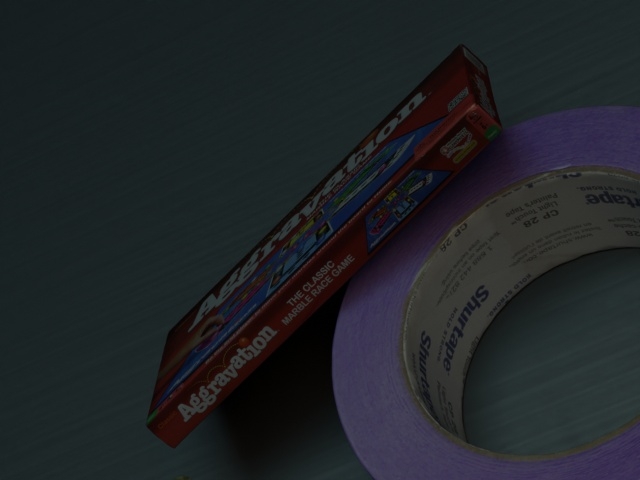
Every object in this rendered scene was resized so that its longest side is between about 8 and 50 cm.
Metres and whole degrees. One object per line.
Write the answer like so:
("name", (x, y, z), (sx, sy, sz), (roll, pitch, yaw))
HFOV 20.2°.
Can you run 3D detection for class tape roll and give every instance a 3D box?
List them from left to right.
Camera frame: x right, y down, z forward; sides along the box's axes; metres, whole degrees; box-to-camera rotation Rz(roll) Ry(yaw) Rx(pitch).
("tape roll", (0.147, 0.059, 1.025), (0.275, 0.090, 0.275), (-16, 52, 21))

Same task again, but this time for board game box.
("board game box", (0.000, 0.000, 1.114), (0.281, 0.027, 0.145), (-45, 12, 15))

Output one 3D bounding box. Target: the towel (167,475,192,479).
("towel", (-0.114, 0.224, 1.113), (0.148, 0.027, 0.110), (-44, 45, -1))
